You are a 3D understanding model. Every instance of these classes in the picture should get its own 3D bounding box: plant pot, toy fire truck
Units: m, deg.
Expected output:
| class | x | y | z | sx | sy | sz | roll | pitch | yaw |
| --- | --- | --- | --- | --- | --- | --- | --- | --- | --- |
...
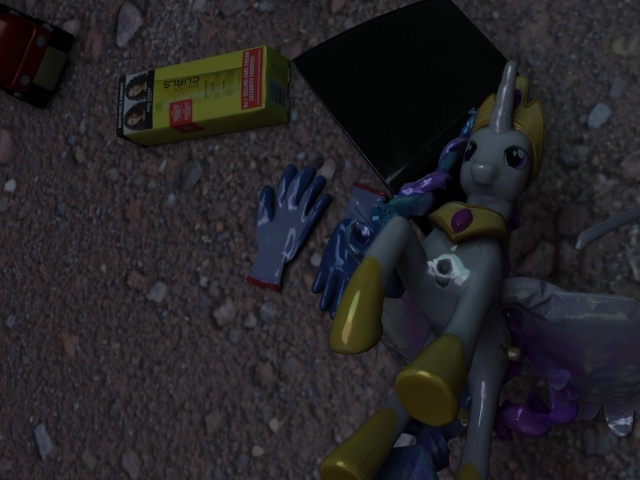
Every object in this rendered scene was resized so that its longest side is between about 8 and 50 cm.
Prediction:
| class | x | y | z | sx | sy | sz | roll | pitch | yaw |
| --- | --- | --- | --- | --- | --- | --- | --- | --- | --- |
| plant pot | 0.110 | -0.135 | 0.982 | 0.167 | 0.188 | 0.187 | -39 | 63 | 5 |
| toy fire truck | -0.492 | -0.312 | 1.316 | 0.217 | 0.246 | 0.158 | 27 | 95 | 31 |

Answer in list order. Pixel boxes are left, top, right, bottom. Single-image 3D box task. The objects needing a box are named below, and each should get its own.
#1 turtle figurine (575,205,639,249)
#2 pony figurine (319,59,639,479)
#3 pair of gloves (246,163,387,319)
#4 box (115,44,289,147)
| class | x | y | z | sx | sy | sz | roll | pitch | yaw |
| --- | --- | --- | --- | --- | --- | --- | --- | --- | --- |
| turtle figurine | 0.398 | -0.039 | 0.759 | 0.198 | 0.274 | 0.266 | -15 | 45 | 59 |
| pony figurine | 0.130 | 0.076 | 0.804 | 0.302 | 0.351 | 0.363 | 8 | 44 | 24 |
| pair of gloves | 0.000 | 0.000 | 1.104 | 0.198 | 0.023 | 0.159 | 19 | 92 | 32 |
| box | -0.151 | -0.178 | 1.203 | 0.232 | 0.058 | 0.087 | -4 | 78 | 29 |
